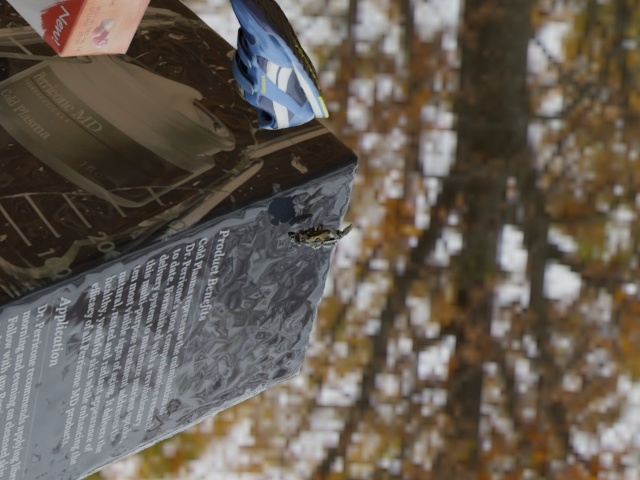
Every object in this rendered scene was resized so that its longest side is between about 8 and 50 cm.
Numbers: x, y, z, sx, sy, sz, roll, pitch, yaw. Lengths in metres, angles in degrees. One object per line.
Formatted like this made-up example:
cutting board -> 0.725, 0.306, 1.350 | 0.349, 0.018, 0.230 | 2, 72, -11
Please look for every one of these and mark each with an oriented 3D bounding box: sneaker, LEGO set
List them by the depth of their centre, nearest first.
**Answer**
sneaker -> -0.042, -0.134, 1.466 | 0.059, 0.144, 0.053 | -20, -135, 9
LEGO set -> -0.003, 0.001, 1.638 | 0.054, 0.023, 0.083 | -8, -174, 24

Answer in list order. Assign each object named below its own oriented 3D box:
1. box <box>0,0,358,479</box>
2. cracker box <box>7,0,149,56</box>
box -> -0.313, -0.034, 1.728 | 0.472, 0.297, 0.480 | -23, -127, -39
cracker box -> -0.195, -0.257, 1.363 | 0.067, 0.156, 0.232 | -10, -133, -49
